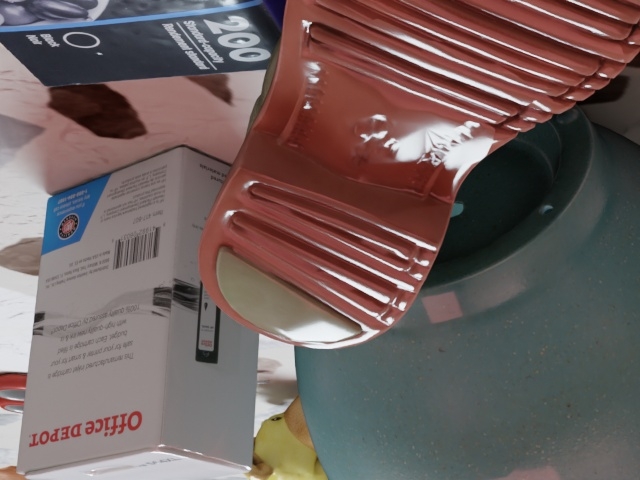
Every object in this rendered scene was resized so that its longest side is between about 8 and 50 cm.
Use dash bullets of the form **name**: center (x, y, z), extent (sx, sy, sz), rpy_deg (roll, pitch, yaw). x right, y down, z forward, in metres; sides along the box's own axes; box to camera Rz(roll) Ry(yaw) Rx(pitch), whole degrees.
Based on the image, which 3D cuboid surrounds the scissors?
- **scissors**: center (-0.186, 0.151, 1.642), extent (0.297, 0.021, 0.109), rpy_deg (-2, 157, 10)

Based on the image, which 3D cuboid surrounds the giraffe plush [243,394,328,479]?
- **giraffe plush**: center (0.012, 0.218, 1.623), extent (0.170, 0.210, 0.181), rpy_deg (31, 164, 5)

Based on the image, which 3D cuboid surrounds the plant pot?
- **plant pot**: center (0.103, 0.034, 0.960), extent (0.293, 0.293, 0.196), rpy_deg (-8, 131, 27)

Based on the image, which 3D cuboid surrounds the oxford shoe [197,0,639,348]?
- **oxford shoe**: center (0.052, -0.114, 0.744), extent (0.141, 0.146, 0.397), rpy_deg (27, 136, -12)

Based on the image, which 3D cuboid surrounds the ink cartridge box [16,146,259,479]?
- **ink cartridge box**: center (-0.117, 0.059, 1.103), extent (0.148, 0.203, 0.086), rpy_deg (-16, 153, 41)

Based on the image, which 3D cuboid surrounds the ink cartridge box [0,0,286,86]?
- **ink cartridge box**: center (-0.079, -0.139, 0.788), extent (0.208, 0.045, 0.206), rpy_deg (-5, 159, 15)
